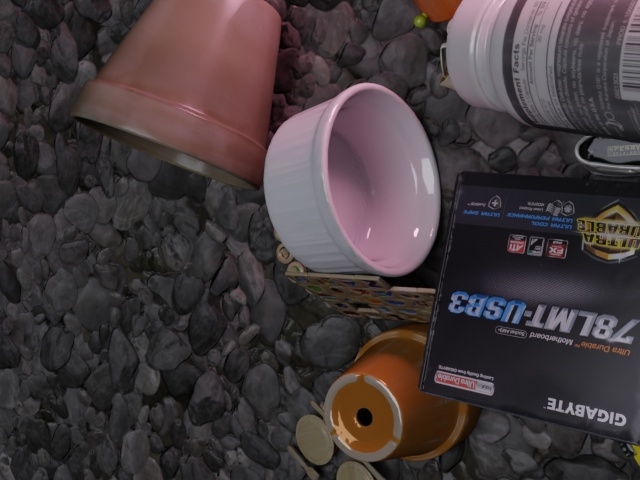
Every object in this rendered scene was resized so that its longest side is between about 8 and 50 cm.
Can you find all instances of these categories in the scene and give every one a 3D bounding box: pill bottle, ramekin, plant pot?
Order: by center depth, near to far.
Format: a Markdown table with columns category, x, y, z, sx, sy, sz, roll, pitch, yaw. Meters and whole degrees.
| category | x | y | z | sx | sy | sz | roll | pitch | yaw |
| --- | --- | --- | --- | --- | --- | --- | --- | --- | --- |
| pill bottle | 0.342 | -0.230 | 1.129 | 0.361 | 0.204 | 0.204 | 20 | 104 | 50 |
| ramekin | 0.045 | -0.078 | 1.335 | 0.135 | 0.277 | 0.277 | -10 | 87 | 40 |
| plant pot | 0.107 | 0.237 | 1.351 | 0.205 | 0.188 | 0.205 | 3 | 96 | 33 |
| plant pot | -0.201 | -0.265 | 1.486 | 0.323 | 0.323 | 0.280 | 18 | 86 | 31 |

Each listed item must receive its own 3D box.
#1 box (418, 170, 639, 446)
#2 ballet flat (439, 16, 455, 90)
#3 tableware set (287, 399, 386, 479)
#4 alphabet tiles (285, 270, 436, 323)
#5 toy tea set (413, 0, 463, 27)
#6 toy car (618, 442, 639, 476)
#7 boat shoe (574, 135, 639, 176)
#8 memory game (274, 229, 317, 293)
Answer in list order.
| category | x | y | z | sx | sy | sz | roll | pitch | yaw |
| --- | --- | --- | --- | --- | --- | --- | --- | --- | --- |
| box | 0.280 | 0.072 | 1.112 | 0.296 | 0.073 | 0.293 | 9 | 85 | 39 |
| ballet flat | 0.199 | -0.283 | 1.306 | 0.052 | 0.057 | 0.168 | 11 | 133 | 7 |
| tableware set | 0.034 | 0.359 | 1.500 | 0.194 | 0.039 | 0.128 | 45 | 126 | 29 |
| alphabet tiles | 0.095 | 0.088 | 1.358 | 0.237 | 0.198 | 0.009 | 1 | 68 | 32 |
| toy tea set | 0.244 | -0.444 | 1.299 | 0.336 | 0.124 | 0.200 | -26 | 49 | 34 |
| toy car | 0.348 | 0.184 | 1.133 | 0.225 | 0.053 | 0.239 | 0 | 93 | 30 |
| boat shoe | 0.458 | -0.130 | 1.168 | 0.268 | 0.088 | 0.096 | -1 | 92 | 33 |
| memory game | 0.000 | 0.000 | 1.515 | 0.186 | 0.012 | 0.186 | 2 | 93 | 33 |
